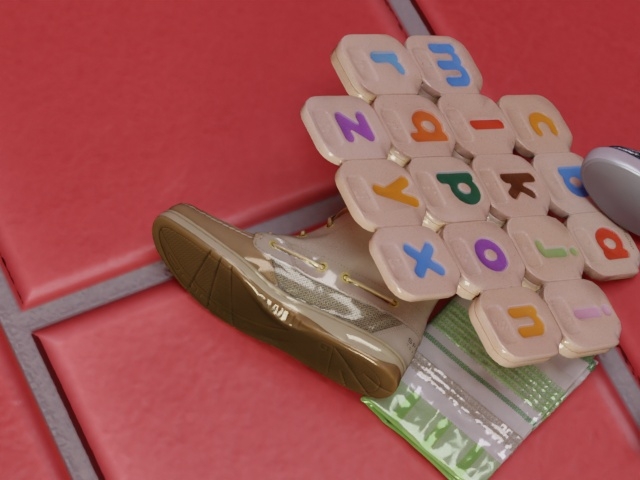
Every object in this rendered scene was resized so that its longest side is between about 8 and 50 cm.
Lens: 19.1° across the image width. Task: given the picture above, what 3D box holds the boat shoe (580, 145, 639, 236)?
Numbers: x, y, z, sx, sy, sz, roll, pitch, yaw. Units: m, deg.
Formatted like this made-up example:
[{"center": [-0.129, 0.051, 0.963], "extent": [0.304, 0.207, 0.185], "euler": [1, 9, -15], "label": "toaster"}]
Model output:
[{"center": [0.288, -0.037, 1.475], "extent": [0.183, 0.065, 0.083], "euler": [31, 56, -9], "label": "boat shoe"}]

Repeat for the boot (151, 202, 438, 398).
[{"center": [0.000, 0.000, 1.401], "extent": [0.213, 0.077, 0.165], "euler": [31, 60, 7], "label": "boot"}]

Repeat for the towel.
[{"center": [0.117, 0.103, 1.402], "extent": [0.113, 0.023, 0.152], "euler": [40, 65, 14], "label": "towel"}]

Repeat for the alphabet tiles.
[{"center": [0.114, -0.035, 1.408], "extent": [0.278, 0.021, 0.284], "euler": [-6, 60, -44], "label": "alphabet tiles"}]
